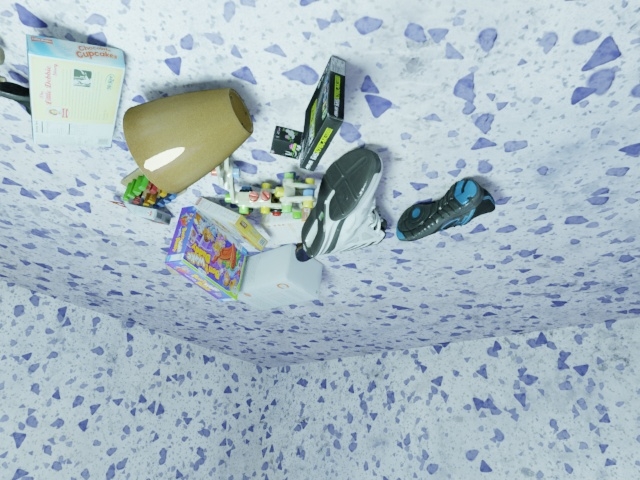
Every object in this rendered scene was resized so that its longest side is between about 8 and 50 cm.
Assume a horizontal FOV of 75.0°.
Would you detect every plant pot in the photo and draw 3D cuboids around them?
[{"bbox_3d":[-0.307,-0.272,1.043,0.254,0.237,0.237,-20,143,15],"label":"plant pot"}]

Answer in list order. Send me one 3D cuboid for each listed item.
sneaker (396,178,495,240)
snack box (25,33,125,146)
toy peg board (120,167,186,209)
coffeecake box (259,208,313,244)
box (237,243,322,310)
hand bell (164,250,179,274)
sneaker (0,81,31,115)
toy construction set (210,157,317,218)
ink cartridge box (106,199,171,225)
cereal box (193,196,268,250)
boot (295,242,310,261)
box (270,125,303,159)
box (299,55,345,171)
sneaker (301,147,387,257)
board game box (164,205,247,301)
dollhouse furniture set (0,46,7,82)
[{"bbox_3d":[0.391,-0.068,1.338,0.139,0.125,0.341,21,149,-32],"label":"sneaker"},{"bbox_3d":[-0.607,-0.349,1.032,0.187,0.060,0.322,-6,159,-35],"label":"snack box"},{"bbox_3d":[-0.567,-0.158,1.396,0.161,0.079,0.160,-19,142,36],"label":"toy peg board"},{"bbox_3d":[-0.101,-0.053,1.501,0.185,0.068,0.142,-5,147,18],"label":"coffeecake box"},{"bbox_3d":[-0.195,0.167,1.795,0.345,0.168,0.215,-17,143,34],"label":"box"},{"bbox_3d":[-0.535,0.081,1.675,0.126,0.126,0.242,25,165,-29],"label":"hand bell"},{"bbox_3d":[-0.742,-0.350,1.072,0.089,0.051,0.170,-44,165,33],"label":"sneaker"},{"bbox_3d":[-0.176,-0.146,1.277,0.327,0.151,0.215,16,174,-2],"label":"toy construction set"},{"bbox_3d":[-0.646,-0.097,1.486,0.179,0.045,0.145,8,174,2],"label":"ink cartridge box"},{"bbox_3d":[-0.311,-0.059,1.443,0.240,0.047,0.173,23,162,37],"label":"cereal box"},{"bbox_3d":[0.000,0.000,1.588,0.219,0.106,0.082,-22,115,-2],"label":"boot"},{"bbox_3d":[-0.092,-0.269,1.150,0.083,0.052,0.062,13,148,-10],"label":"box"},{"bbox_3d":[0.004,-0.289,0.964,0.045,0.191,0.184,14,150,-18],"label":"box"},{"bbox_3d":[0.127,-0.113,1.329,0.257,0.169,0.447,-4,147,-31],"label":"sneaker"},{"bbox_3d":[-0.420,0.060,1.589,0.078,0.233,0.347,-7,148,22],"label":"board game box"},{"bbox_3d":[-0.841,-0.440,0.954,0.212,0.161,0.242,11,127,-9],"label":"dollhouse furniture set"}]
